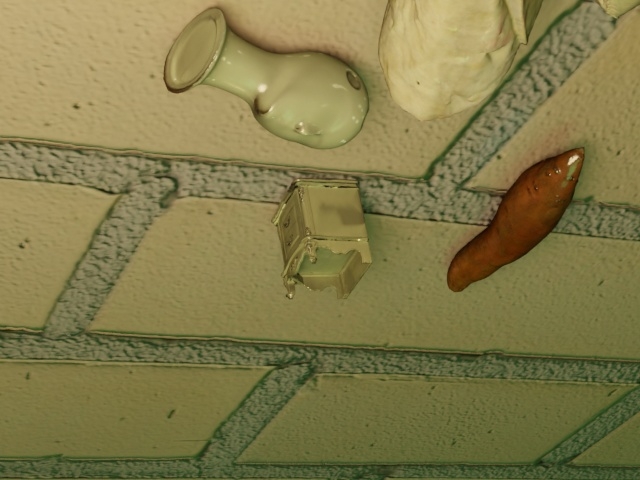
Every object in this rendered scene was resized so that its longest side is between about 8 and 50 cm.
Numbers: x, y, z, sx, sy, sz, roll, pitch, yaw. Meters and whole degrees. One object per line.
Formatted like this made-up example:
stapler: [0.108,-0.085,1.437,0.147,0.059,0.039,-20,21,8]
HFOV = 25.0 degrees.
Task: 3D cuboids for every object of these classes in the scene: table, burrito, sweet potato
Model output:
table: [0.000,0.000,1.286,0.062,0.083,0.079,1,151,-20]
burrito: [0.102,-0.217,0.886,0.105,0.143,0.299,21,146,9]
sweet potato: [0.185,-0.014,1.351,0.057,0.057,0.264,1,151,-18]

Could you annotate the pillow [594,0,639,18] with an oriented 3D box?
pillow: [0.231,-0.239,0.879,0.208,0.053,0.119,-49,140,-4]

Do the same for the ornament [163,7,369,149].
ornament: [-0.032,-0.113,1.081,0.156,0.081,0.075,21,129,-36]
